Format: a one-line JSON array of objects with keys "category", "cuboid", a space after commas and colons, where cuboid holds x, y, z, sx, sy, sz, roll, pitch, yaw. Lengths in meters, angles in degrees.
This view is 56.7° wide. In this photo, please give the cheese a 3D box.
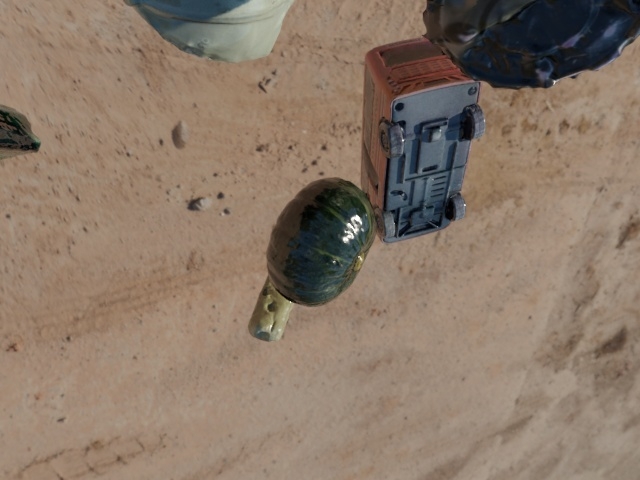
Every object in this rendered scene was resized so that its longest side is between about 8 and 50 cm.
[{"category": "cheese", "cuboid": [-0.072, 0.091, 1.041, 0.064, 0.194, 0.043, 16, 138, 1]}]

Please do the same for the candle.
[{"category": "candle", "cuboid": [0.200, -0.302, 0.550, 0.187, 0.187, 0.330, 45, 46, -41]}]

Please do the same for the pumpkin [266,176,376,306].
[{"category": "pumpkin", "cuboid": [0.001, 0.001, 0.937, 0.212, 0.152, 0.212, -57, 172, -12]}]

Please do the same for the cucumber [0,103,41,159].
[{"category": "cucumber", "cuboid": [-0.297, -0.084, 0.454, 0.116, 0.115, 0.062, -11, 91, 8]}]

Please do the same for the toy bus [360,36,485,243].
[{"category": "toy bus", "cuboid": [0.192, -0.198, 1.270, 0.203, 0.233, 0.427, -14, 142, -9]}]

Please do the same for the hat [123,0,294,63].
[{"category": "hat", "cuboid": [-0.101, -0.377, 0.687, 0.301, 0.168, 0.258, -43, 101, 15]}]
